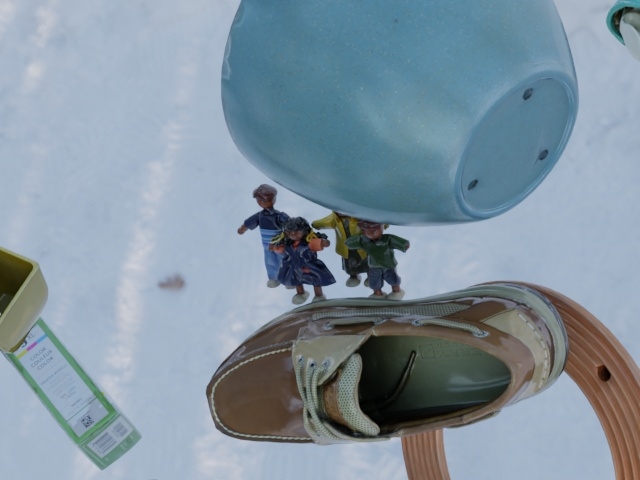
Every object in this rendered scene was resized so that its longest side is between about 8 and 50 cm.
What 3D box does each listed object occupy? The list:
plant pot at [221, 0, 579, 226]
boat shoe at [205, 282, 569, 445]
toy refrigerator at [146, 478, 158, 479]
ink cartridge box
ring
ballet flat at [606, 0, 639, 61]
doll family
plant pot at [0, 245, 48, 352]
[{"bbox_3d":[0.092,-0.124,0.884,0.290,0.290,0.195,-51,54,4],"label":"plant pot"},{"bbox_3d":[0.036,0.109,0.893,0.324,0.120,0.123,-17,94,29],"label":"boat shoe"},{"bbox_3d":[-0.217,0.274,0.878,0.102,0.269,0.094,-48,65,15],"label":"toy refrigerator"},{"bbox_3d":[-0.299,0.156,1.237,0.062,0.109,0.209,-40,68,-14],"label":"ink cartridge box"},{"bbox_3d":[0.192,0.201,0.998,0.336,0.032,0.337,13,106,53],"label":"ring"},{"bbox_3d":[0.393,-0.192,1.144,0.087,0.083,0.247,-31,47,-11],"label":"ballet flat"},{"bbox_3d":[0.000,0.000,1.071,0.193,0.111,0.076,-5,30,18],"label":"doll family"},{"bbox_3d":[-0.299,0.059,0.996,0.081,0.083,0.081,21,66,17],"label":"plant pot"}]
